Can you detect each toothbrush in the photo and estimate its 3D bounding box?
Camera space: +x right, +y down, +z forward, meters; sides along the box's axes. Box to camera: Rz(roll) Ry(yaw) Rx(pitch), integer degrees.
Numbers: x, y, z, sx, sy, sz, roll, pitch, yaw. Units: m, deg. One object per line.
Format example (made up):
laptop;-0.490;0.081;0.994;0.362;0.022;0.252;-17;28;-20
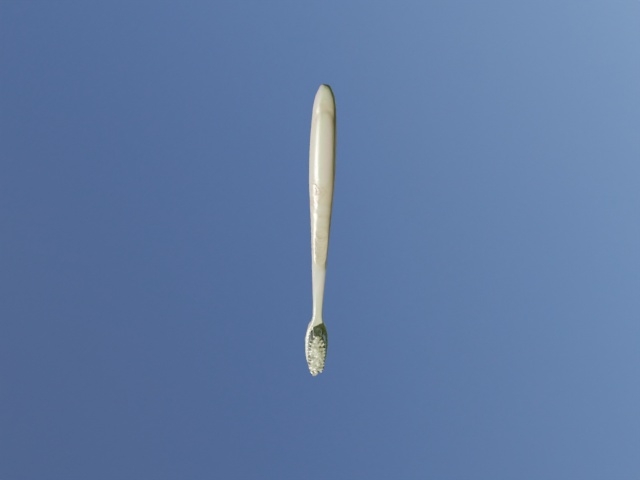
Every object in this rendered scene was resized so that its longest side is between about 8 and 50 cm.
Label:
toothbrush;0.000;0.000;0.809;0.025;0.029;0.307;1;-65;-2
